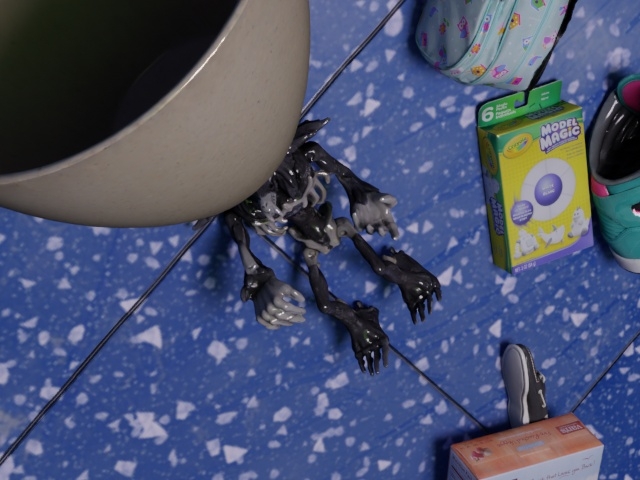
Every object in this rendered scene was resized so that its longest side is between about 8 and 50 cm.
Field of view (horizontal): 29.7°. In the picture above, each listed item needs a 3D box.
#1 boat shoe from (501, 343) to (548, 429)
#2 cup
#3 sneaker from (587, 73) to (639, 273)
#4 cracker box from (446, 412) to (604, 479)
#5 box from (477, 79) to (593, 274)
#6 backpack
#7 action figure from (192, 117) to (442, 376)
[{"bbox_3d":[0.225,0.161,1.307,0.038,0.046,0.125,-20,118,-17],"label":"boat shoe"},{"bbox_3d":[-0.138,-0.138,0.909,0.331,0.331,0.237,-47,146,-3],"label":"cup"},{"bbox_3d":[0.385,-0.121,1.243,0.295,0.124,0.178,-44,129,-3],"label":"sneaker"},{"bbox_3d":[0.214,0.312,1.325,0.155,0.067,0.232,-10,123,-21],"label":"cracker box"},{"bbox_3d":[0.219,-0.065,1.227,0.105,0.043,0.179,-19,113,-18],"label":"box"},{"bbox_3d":[0.166,-0.228,1.098,0.115,0.152,0.182,8,117,-21],"label":"backpack"},{"bbox_3d":[0.000,0.000,1.095,0.164,0.141,0.275,-42,122,8],"label":"action figure"}]
